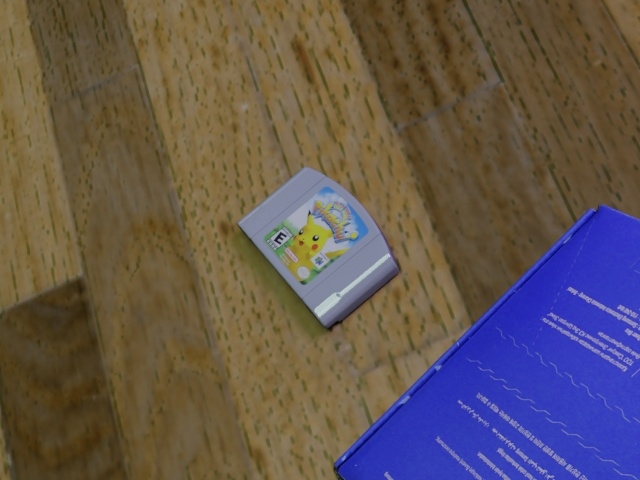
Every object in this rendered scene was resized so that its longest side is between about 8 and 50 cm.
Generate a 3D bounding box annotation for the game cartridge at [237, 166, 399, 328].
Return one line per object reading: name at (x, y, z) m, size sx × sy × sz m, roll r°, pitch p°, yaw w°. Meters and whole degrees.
game cartridge at (0.000, 0.000, 0.663) m, size 0.056 × 0.017 × 0.083 m, roll -38°, pitch 56°, yaw -6°

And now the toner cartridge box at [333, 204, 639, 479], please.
toner cartridge box at (0.141, 0.105, 0.410) m, size 0.165 × 0.075 × 0.348 m, roll -45°, pitch 24°, yaw -3°
